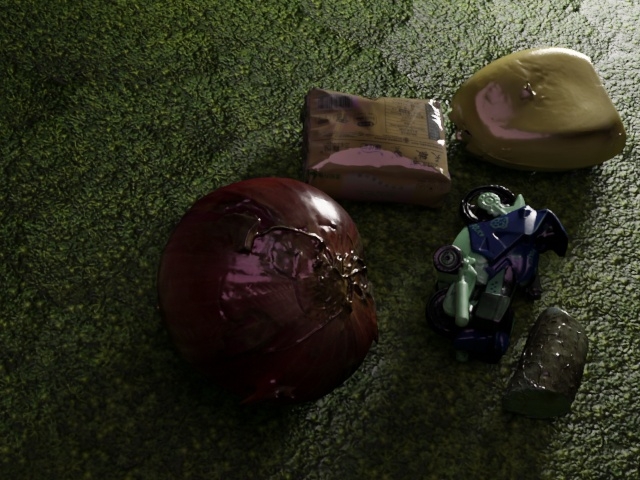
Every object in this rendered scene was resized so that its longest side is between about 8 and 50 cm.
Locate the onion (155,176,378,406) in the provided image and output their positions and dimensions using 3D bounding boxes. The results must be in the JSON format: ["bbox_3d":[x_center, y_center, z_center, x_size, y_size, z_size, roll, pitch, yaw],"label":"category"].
[{"bbox_3d":[-0.074,0.081,1.641,0.354,0.353,0.353,3,53,-5],"label":"onion"}]

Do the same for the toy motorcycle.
[{"bbox_3d":[0.290,0.043,1.809,0.196,0.125,0.331,11,53,17],"label":"toy motorcycle"}]

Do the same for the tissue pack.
[{"bbox_3d":[0.094,-0.167,1.959,0.257,0.123,0.215,2,55,-4],"label":"tissue pack"}]

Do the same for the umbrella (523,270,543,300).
[{"bbox_3d":[0.353,0.044,1.890,0.036,0.031,0.133,0,54,-5],"label":"umbrella"}]

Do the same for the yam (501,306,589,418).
[{"bbox_3d":[0.360,0.195,1.737,0.107,0.107,0.183,22,52,9],"label":"yam"}]

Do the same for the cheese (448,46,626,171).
[{"bbox_3d":[0.386,-0.237,2.046,0.316,0.128,0.259,-11,57,-13],"label":"cheese"}]
